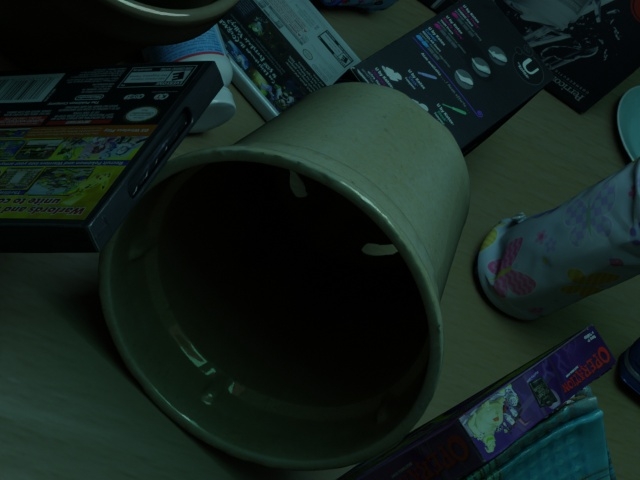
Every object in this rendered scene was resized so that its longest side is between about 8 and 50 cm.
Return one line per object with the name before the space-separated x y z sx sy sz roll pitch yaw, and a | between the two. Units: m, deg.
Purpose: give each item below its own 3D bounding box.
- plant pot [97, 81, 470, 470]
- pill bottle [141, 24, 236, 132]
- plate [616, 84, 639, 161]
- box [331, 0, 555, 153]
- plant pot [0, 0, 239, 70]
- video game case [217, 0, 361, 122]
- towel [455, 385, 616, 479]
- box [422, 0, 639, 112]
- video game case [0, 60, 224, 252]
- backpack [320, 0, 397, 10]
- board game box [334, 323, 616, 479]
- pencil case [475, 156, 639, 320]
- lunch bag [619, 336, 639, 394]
plant pot | 0.000 0.000 1.620 0.334 0.334 0.305 44 35 -5
pill bottle | -0.145 -0.199 1.770 0.087 0.087 0.160 -3 65 -38
plate | 0.461 -0.122 2.213 0.188 0.024 0.188 18 54 -27
box | 0.111 -0.146 1.870 0.143 0.165 0.270 51 46 2
plant pot | -0.229 -0.276 1.654 0.263 0.229 0.263 17 57 -29
video game case | -0.058 -0.231 1.902 0.190 0.022 0.173 49 45 -1
towel | 0.140 0.331 1.501 0.370 0.040 0.271 -30 118 -25
box | 0.307 -0.380 2.065 0.343 0.312 0.179 33 48 -15
video game case | -0.257 -0.077 1.505 0.248 0.275 0.035 -59 139 -43
backpack | 0.029 -0.347 1.942 0.173 0.158 0.116 2 66 -43
board game box | 0.091 0.198 1.508 0.208 0.347 0.056 -23 80 -42
pencil case | 0.299 -0.003 1.849 0.113 0.273 0.124 24 57 -31
lunch bag | 0.402 0.158 1.961 0.098 0.065 0.067 38 31 -9
